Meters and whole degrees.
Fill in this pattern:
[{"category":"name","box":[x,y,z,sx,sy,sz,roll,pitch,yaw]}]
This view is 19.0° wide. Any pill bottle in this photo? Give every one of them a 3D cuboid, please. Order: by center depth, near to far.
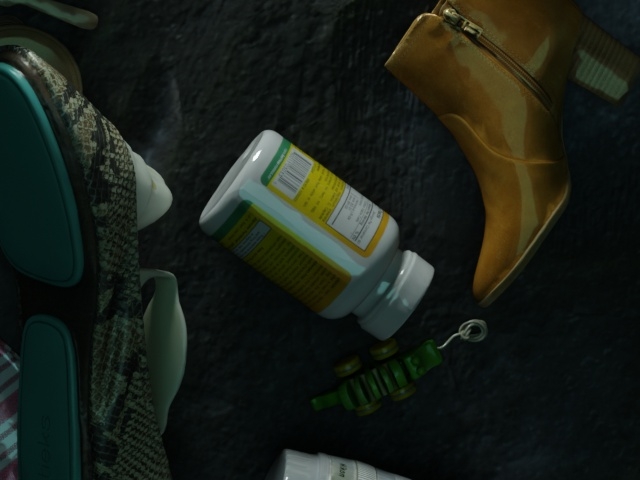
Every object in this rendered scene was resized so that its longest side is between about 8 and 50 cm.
[{"category":"pill bottle","box":[0.000,0.000,1.802,0.208,0.117,0.117,35,97,-8]}]

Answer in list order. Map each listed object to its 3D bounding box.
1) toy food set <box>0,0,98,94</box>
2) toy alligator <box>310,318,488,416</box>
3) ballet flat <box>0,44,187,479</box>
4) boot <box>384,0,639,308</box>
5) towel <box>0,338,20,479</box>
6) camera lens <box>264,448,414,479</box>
[{"category":"toy food set","box":[-0.291,-0.144,1.807,0.132,0.038,0.192,19,94,-13]},{"category":"toy alligator","box":[0.078,0.125,1.862,0.189,0.051,0.056,-24,101,2]},{"category":"ballet flat","box":[-0.210,0.040,1.782,0.182,0.164,0.483,-20,114,-40]},{"category":"boot","box":[0.148,-0.107,1.806,0.211,0.104,0.295,29,93,-2]},{"category":"towel","box":[-0.349,0.158,1.860,0.144,0.029,0.197,-41,100,4]},{"category":"camera lens","box":[0.062,0.334,1.816,0.274,0.219,0.219,20,99,-6]}]
